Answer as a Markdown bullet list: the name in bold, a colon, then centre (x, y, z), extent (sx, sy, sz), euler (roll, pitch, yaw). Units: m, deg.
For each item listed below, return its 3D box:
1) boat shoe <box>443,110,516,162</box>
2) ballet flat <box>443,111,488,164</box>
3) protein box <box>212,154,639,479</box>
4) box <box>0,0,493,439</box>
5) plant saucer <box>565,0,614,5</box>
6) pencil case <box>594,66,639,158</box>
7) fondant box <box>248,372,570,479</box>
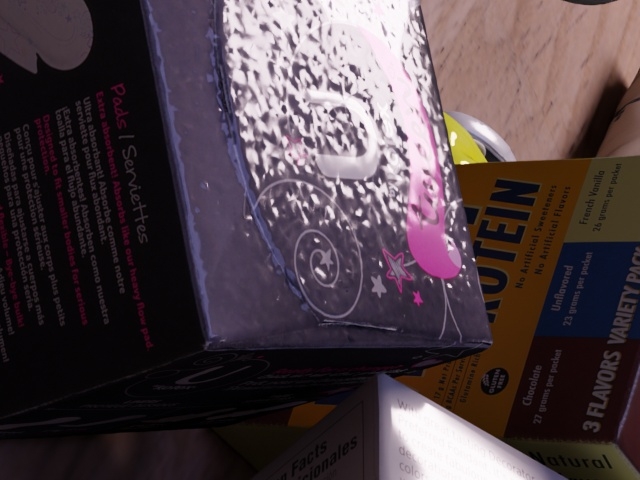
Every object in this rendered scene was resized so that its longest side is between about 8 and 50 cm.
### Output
- **boat shoe**: centre (0.096, -0.016, 1.109), extent (0.142, 0.049, 0.040), euler (54, 32, -39)
- **ballet flat**: centre (0.092, 0.002, 1.041), extent (0.231, 0.077, 0.077), euler (48, 34, -53)
- **protein box**: centre (0.100, 0.076, 0.859), extent (0.201, 0.200, 0.136), euler (48, 52, -41)
- **box**: centre (-0.056, -0.064, 0.694), extent (0.163, 0.142, 0.247), euler (3, 73, -51)
- **plant saucer**: centre (0.034, -0.286, 0.920), extent (0.400, 0.101, 0.400), euler (40, 39, -43)
- **pencil case**: centre (0.282, -0.040, 1.338), extent (0.410, 0.184, 0.160), euler (-53, 140, -59)
- **fondant box**: centre (0.083, 0.232, 0.624), extent (0.238, 0.096, 0.330), euler (31, 36, -25)
